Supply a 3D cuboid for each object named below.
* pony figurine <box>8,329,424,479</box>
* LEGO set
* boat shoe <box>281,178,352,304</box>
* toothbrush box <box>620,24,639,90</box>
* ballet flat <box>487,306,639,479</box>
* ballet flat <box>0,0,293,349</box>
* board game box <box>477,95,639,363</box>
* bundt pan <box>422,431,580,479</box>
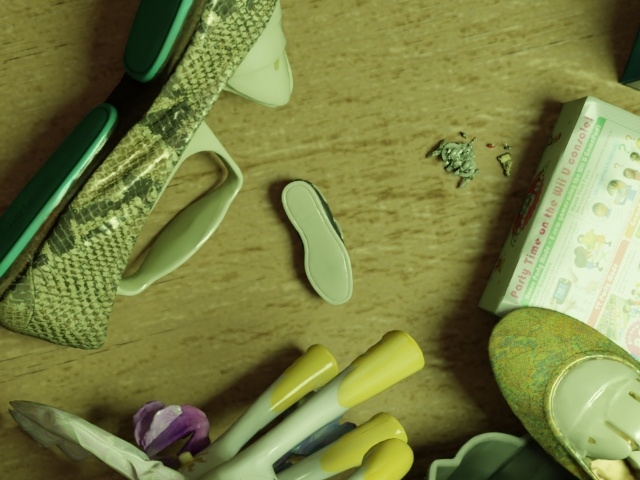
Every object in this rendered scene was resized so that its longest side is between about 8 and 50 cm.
[{"bbox_3d":[-0.102,0.223,1.270,0.363,0.351,0.303,-32,96,-22],"label":"pony figurine"},{"bbox_3d":[0.146,-0.080,1.408,0.083,0.023,0.054,-16,93,-3],"label":"LEGO set"},{"bbox_3d":[0.000,0.000,1.394,0.046,0.038,0.125,-26,92,16],"label":"boat shoe"},{"bbox_3d":[0.402,-0.269,1.326,0.126,0.216,0.296,17,89,-5],"label":"toothbrush box"},{"bbox_3d":[0.289,0.194,1.287,0.123,0.123,0.348,-40,94,-2],"label":"ballet flat"},{"bbox_3d":[-0.137,-0.112,1.340,0.182,0.164,0.483,28,96,-26],"label":"ballet flat"},{"bbox_3d":[0.336,0.024,1.389,0.303,0.097,0.224,23,90,-5],"label":"board game box"},{"bbox_3d":[0.181,0.346,1.317,0.330,0.124,0.331,15,55,-23],"label":"bundt pan"}]
